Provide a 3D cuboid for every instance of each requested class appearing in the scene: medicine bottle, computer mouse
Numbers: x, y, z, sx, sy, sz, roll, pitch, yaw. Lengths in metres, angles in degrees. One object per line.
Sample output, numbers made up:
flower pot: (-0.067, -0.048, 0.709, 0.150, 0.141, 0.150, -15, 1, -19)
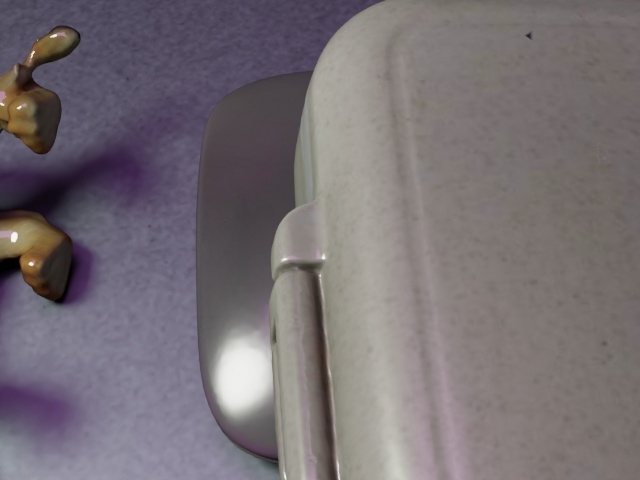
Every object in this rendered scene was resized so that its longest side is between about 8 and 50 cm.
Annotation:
medicine bottle: (0.121, 0.068, 0.560, 0.282, 0.123, 0.375, 2, 59, -11)
computer mouse: (0.000, -0.001, 0.690, 0.120, 0.057, 0.232, -4, 54, 4)

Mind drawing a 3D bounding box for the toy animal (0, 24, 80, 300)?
toy animal: (-0.220, 0.035, 0.670, 0.157, 0.097, 0.312, 3, 53, 16)
